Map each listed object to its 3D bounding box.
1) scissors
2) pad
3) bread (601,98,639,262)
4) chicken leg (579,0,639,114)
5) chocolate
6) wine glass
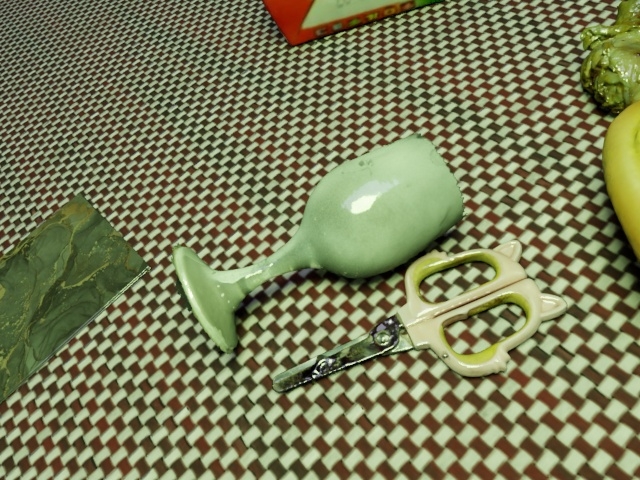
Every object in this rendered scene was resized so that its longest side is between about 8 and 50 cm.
[{"bbox_3d":[0.093,0.097,0.539,0.317,0.024,0.160,-23,52,0],"label":"scissors"},{"bbox_3d":[-0.443,0.102,0.719,0.247,0.007,0.367,34,71,34],"label":"pad"},{"bbox_3d":[0.399,-0.067,0.429,0.270,0.211,0.316,-14,46,27],"label":"bread"},{"bbox_3d":[0.399,-0.255,0.657,0.103,0.088,0.228,-1,58,33],"label":"chicken leg"},{"bbox_3d":[0.048,-0.555,0.938,0.341,0.161,0.360,-14,52,8],"label":"chocolate"},{"bbox_3d":[0.000,0.000,0.568,0.321,0.143,0.143,-25,52,-2],"label":"wine glass"}]
